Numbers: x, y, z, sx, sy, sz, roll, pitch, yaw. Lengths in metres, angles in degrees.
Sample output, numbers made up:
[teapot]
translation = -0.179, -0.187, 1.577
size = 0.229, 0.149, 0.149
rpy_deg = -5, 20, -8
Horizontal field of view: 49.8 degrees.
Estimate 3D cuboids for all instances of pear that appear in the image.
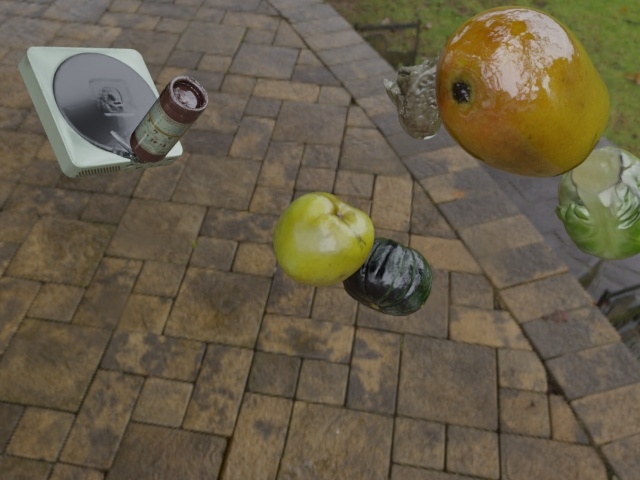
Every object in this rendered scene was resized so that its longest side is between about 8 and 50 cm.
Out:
[pear]
translation = 0.000, 0.000, 1.360
size = 0.200, 0.200, 0.199
rpy_deg = 1, 46, -1

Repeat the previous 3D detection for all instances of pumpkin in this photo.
[pumpkin]
translation = 0.156, 0.088, 1.623
size = 0.221, 0.220, 0.161
rpy_deg = 19, 69, 15

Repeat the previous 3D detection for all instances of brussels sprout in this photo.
[brussels sprout]
translation = 0.587, -0.076, 1.405
size = 0.244, 0.244, 0.244
rpy_deg = 1, 46, -1

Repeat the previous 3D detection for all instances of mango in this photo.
[mango]
translation = 0.290, -0.195, 0.954
size = 0.317, 0.211, 0.173
rpy_deg = 13, 0, -38

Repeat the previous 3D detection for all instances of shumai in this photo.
[shumai]
translation = 0.238, -0.385, 1.730
size = 0.185, 0.218, 0.184
rpy_deg = 32, 61, 22

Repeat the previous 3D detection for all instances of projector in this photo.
[projector]
translation = -0.433, -0.256, 1.369
size = 0.257, 0.079, 0.259
rpy_deg = -16, 78, -48

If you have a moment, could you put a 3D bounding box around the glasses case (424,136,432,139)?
[glasses case]
translation = 0.297, -0.396, 2.044
size = 0.076, 0.197, 0.049
rpy_deg = -25, 17, -21

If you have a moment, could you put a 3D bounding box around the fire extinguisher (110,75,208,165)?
[fire extinguisher]
translation = -0.285, -0.195, 1.174
size = 0.099, 0.231, 0.071
rpy_deg = 38, 47, -18
